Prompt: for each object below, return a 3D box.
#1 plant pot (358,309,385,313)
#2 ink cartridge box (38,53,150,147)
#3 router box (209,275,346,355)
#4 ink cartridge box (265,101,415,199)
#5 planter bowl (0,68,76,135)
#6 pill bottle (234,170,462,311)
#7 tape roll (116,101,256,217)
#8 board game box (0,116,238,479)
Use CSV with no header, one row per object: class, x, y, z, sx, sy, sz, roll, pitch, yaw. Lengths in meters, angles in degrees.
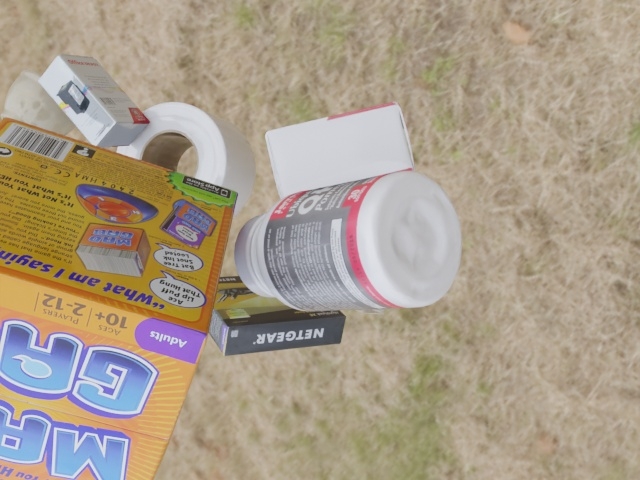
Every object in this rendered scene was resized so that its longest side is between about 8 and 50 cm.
plant pot,0.067,0.075,1.527,0.109,0.096,0.109,21,170,-14
ink cartridge box,-0.432,-0.266,1.568,0.072,0.127,0.175,-43,84,19
router box,-0.131,0.170,1.976,0.243,0.309,0.081,42,127,52
ink cartridge box,0.034,-0.122,1.434,0.306,0.226,0.131,78,178,-82
planter bowl,-0.615,-0.272,1.760,0.162,0.109,0.162,33,158,15
pill bottle,0.023,0.011,1.140,0.319,0.176,0.176,-8,113,48
tape roll,-0.275,-0.151,1.688,0.246,0.169,0.246,-1,88,16
board game box,-0.350,0.104,1.134,0.357,0.356,0.356,18,119,-9
